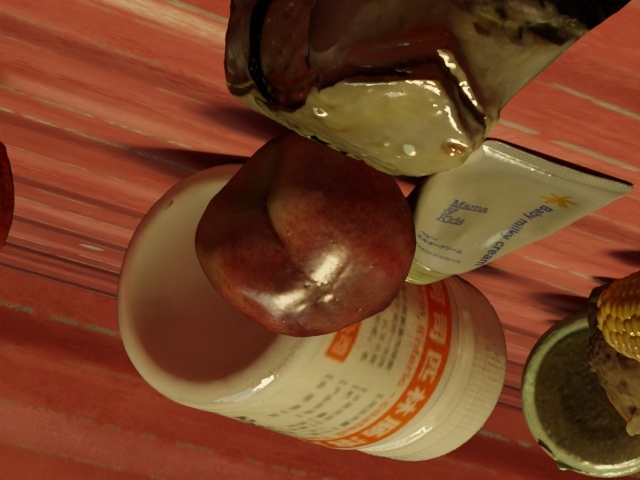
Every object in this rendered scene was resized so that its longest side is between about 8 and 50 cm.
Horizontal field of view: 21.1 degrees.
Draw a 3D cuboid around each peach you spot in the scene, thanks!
[{"bbox_3d":[0.000,0.000,1.229,0.152,0.152,0.152,13,172,2],"label":"peach"}]

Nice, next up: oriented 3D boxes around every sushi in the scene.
[{"bbox_3d":[0.010,-0.083,0.795,0.134,0.109,0.273,19,170,-31],"label":"sushi"}]

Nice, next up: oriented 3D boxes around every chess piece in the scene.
[{"bbox_3d":[0.311,0.149,1.821,0.176,0.175,0.298,11,-176,14],"label":"chess piece"}]

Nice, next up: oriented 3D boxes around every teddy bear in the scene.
[{"bbox_3d":[0.328,0.130,1.571,0.177,0.140,0.190,6,163,29],"label":"teddy bear"}]

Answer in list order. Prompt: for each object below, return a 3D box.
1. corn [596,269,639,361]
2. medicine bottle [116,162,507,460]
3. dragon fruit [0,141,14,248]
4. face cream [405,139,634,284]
[{"bbox_3d":[0.335,0.069,1.328,0.101,0.101,0.292,20,170,-38],"label":"corn"},{"bbox_3d":[0.005,0.077,1.525,0.211,0.211,0.371,8,170,33],"label":"medicine bottle"},{"bbox_3d":[-0.337,-0.037,1.253,0.244,0.244,0.299,13,-171,3],"label":"dragon fruit"},{"bbox_3d":[0.117,-0.023,1.234,0.114,0.070,0.224,16,162,-20],"label":"face cream"}]
